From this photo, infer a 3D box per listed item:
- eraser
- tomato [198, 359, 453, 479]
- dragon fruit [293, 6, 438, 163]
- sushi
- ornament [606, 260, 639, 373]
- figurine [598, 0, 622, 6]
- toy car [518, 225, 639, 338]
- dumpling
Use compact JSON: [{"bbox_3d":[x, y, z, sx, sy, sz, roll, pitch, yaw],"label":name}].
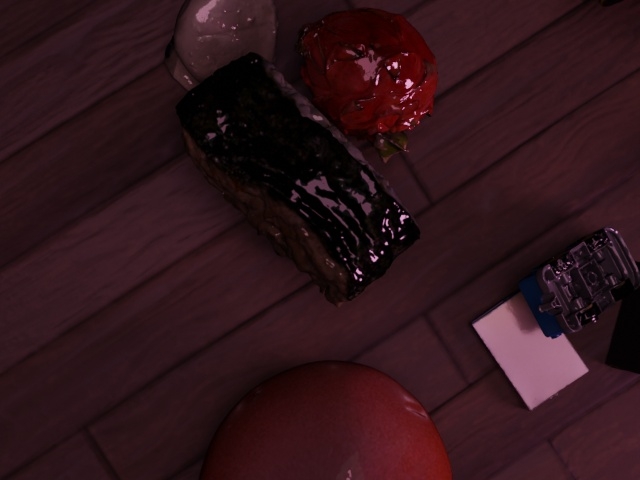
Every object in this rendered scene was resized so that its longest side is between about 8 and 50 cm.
[{"bbox_3d":[0.289,0.147,1.707,0.104,0.023,0.150,-34,91,-4],"label":"eraser"},{"bbox_3d":[0.020,0.321,1.555,0.341,0.273,0.341,0,88,-4],"label":"tomato"},{"bbox_3d":[0.067,-0.220,1.632,0.172,0.172,0.209,-39,105,-5],"label":"dragon fruit"},{"bbox_3d":[-0.035,-0.080,1.575,0.171,0.211,0.350,-44,76,0],"label":"sushi"},{"bbox_3d":[0.530,0.142,1.703,0.196,0.153,0.166,19,87,-27],"label":"ornament"},{"bbox_3d":[0.504,-0.378,1.669,0.326,0.169,0.218,14,82,-4],"label":"figurine"},{"bbox_3d":[0.341,0.060,1.671,0.191,0.100,0.097,-27,90,-38],"label":"toy car"},{"bbox_3d":[-0.126,-0.273,1.656,0.150,0.092,0.176,34,91,-25],"label":"dumpling"}]
